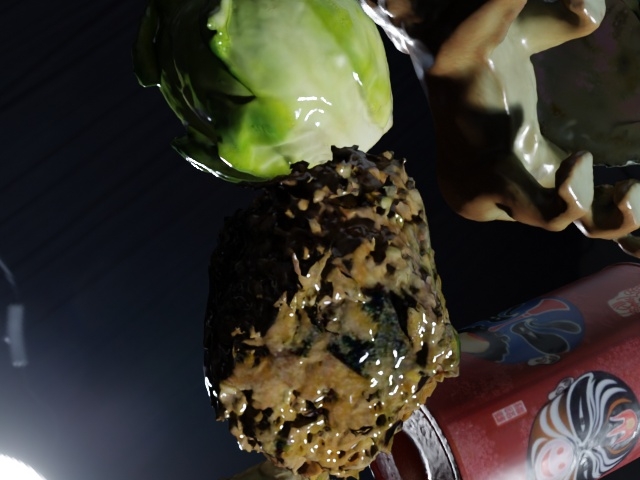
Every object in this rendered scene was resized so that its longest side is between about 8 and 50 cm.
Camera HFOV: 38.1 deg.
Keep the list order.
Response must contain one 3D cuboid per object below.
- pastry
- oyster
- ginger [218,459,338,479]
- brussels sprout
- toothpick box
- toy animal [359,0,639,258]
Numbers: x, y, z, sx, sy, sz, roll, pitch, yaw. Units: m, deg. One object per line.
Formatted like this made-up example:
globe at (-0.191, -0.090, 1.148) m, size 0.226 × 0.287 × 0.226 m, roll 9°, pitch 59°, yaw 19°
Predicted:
pastry at (0.023, 0.056, 0.736) m, size 0.192 × 0.275 × 0.275 m, roll 2°, pitch 135°, yaw 22°
oyster at (0.263, -0.162, 0.789) m, size 0.259 × 0.092 × 0.198 m, roll 2°, pitch 119°, yaw 50°
ginger at (-0.037, 0.307, 0.944) m, size 0.130 × 0.275 × 0.221 m, roll 24°, pitch 108°, yaw 32°
brussels sprout at (-0.062, -0.180, 1.008) m, size 0.294 × 0.227 × 0.259 m, roll 36°, pitch 162°, yaw -14°
toothpick box at (0.228, 0.167, 0.979) m, size 0.204 × 0.333 × 0.204 m, roll 44°, pitch 144°, yaw 45°
toy animal at (0.104, -0.105, 0.597) m, size 0.157 × 0.097 × 0.312 m, roll 5°, pitch 126°, yaw 45°
